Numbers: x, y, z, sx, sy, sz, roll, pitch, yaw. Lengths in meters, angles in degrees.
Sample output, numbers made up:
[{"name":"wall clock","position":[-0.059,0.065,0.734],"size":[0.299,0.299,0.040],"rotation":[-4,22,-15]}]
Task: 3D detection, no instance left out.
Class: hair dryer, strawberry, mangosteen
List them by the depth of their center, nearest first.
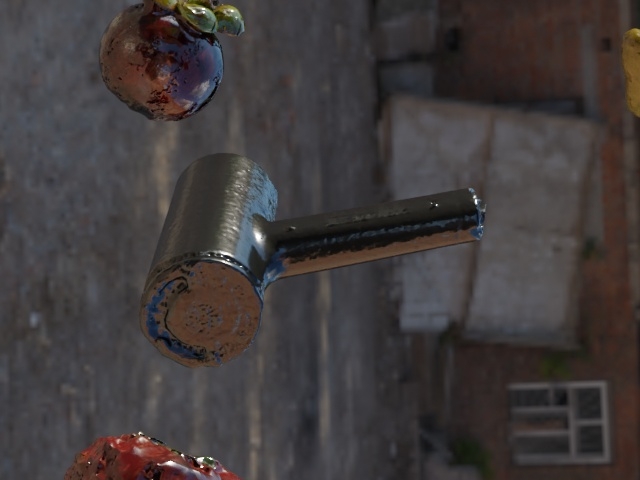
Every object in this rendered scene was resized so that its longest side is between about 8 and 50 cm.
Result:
[{"name":"hair dryer","position":[0.000,0.000,1.124],"size":[0.197,0.251,0.089],"rotation":[-87,168,-63]},{"name":"strawberry","position":[-0.187,0.351,1.760],"size":[0.274,0.274,0.220],"rotation":[61,48,-75]},{"name":"mangosteen","position":[-0.187,-0.239,1.870],"size":[0.180,0.166,0.166],"rotation":[-57,178,8]}]

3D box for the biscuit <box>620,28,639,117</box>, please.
[{"name":"biscuit","position":[0.356,-0.107,1.364],"size":[0.039,0.183,0.174],"rotation":[-47,143,-34]}]
